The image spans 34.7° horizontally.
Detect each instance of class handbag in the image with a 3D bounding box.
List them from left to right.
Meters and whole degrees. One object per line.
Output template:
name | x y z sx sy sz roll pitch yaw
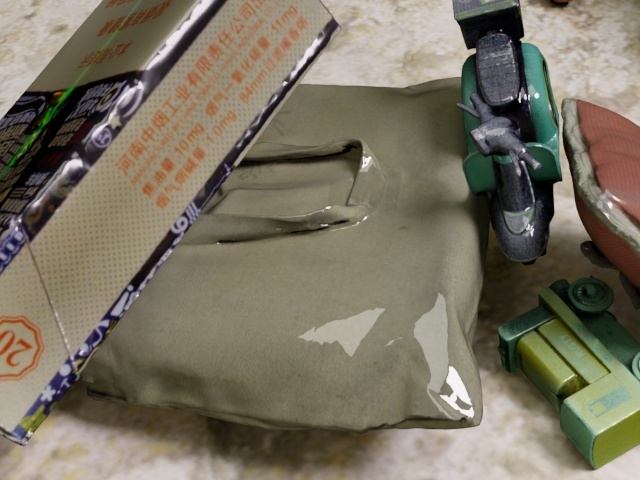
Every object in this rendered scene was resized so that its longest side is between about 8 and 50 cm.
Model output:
handbag | -0.003 -0.003 0.668 0.253 0.109 0.315 1 43 16

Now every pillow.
pillow | 0.210 0.001 0.604 0.179 0.075 0.171 38 27 -10

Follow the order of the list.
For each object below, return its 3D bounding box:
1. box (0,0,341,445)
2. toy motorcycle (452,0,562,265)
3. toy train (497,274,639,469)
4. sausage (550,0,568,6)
box | -0.146 -0.041 0.629 0.198 0.084 0.310 6 56 56
toy motorcycle | 0.109 -0.070 0.601 0.058 0.100 0.173 -10 58 17
toy train | 0.161 0.074 0.603 0.081 0.050 0.122 -29 46 -10
sausage | 0.248 -0.281 0.980 0.047 0.040 0.176 23 49 9
